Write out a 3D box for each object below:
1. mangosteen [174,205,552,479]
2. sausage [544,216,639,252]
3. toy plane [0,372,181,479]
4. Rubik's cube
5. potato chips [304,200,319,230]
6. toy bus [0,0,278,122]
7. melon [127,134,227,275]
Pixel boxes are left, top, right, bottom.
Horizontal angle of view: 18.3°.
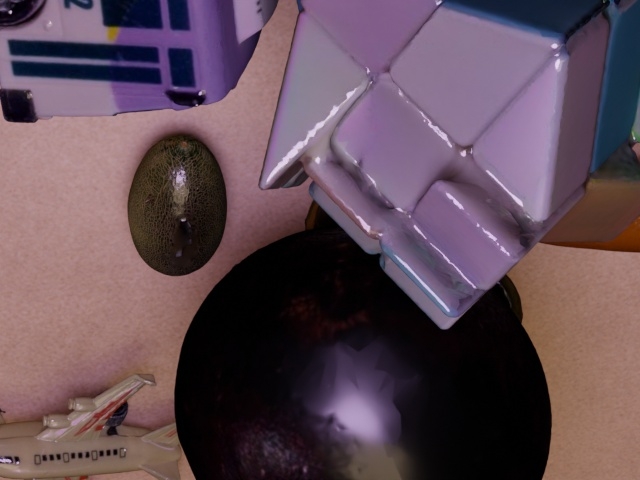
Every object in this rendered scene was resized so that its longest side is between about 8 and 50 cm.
[{"bbox_3d":[0.061,0.137,1.944,0.382,0.435,0.382,21,139,19],"label":"mangosteen"},{"bbox_3d":[0.318,-0.034,2.046,0.238,0.098,0.098,4,130,-8],"label":"sausage"},{"bbox_3d":[-0.264,0.226,2.180,0.256,0.104,0.242,10,131,-15],"label":"toy plane"},{"bbox_3d":[0.122,-0.129,1.671,0.358,0.387,0.368,46,132,6],"label":"Rubik's cube"},{"bbox_3d":[0.000,0.000,2.074,0.037,0.026,0.204,-1,131,-21],"label":"potato chips"},{"bbox_3d":[-0.167,-0.320,1.605,0.249,0.209,0.440,3,126,10],"label":"toy bus"},{"bbox_3d":[-0.142,-0.036,1.977,0.099,0.099,0.162,-1,131,-7],"label":"melon"}]
